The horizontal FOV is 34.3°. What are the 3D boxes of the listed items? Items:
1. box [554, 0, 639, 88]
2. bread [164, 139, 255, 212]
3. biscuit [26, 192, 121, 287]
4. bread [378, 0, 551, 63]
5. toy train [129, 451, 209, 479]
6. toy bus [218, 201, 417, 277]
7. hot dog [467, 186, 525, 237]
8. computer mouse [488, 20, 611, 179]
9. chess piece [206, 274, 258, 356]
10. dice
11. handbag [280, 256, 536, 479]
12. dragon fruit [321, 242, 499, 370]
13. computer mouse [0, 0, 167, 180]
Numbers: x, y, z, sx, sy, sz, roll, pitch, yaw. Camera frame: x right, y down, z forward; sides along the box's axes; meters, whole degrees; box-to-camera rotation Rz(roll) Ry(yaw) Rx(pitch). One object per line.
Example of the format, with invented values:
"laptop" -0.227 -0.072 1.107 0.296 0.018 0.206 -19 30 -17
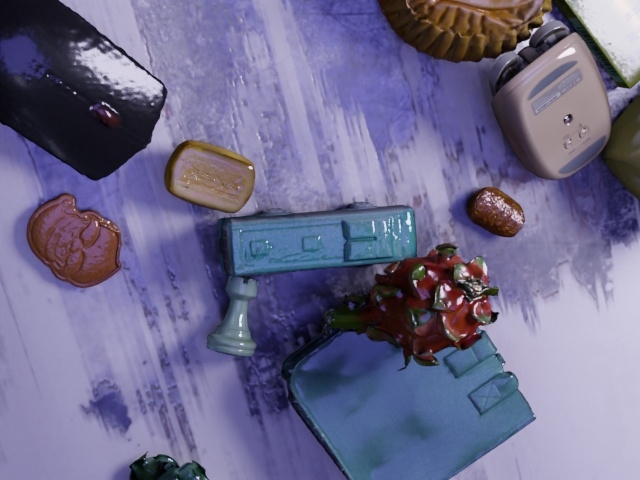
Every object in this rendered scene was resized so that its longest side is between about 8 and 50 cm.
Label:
"box" 0.381 -0.374 1.383 0.173 0.043 0.311 -41 105 0
"bread" -0.143 -0.084 1.335 0.115 0.056 0.082 14 102 -18
"biscuit" -0.315 0.003 1.338 0.130 0.019 0.102 42 92 -16
"bread" 0.181 -0.332 1.292 0.240 0.139 0.239 2 110 6
"toy train" -0.249 0.428 1.385 0.301 0.120 0.202 -37 108 -1
"toy bus" 0.000 0.000 1.356 0.262 0.109 0.091 -6 96 -11
"hot dog" 0.241 -0.040 1.427 0.083 0.035 0.058 30 94 -15
"computer mouse" 0.301 -0.178 1.357 0.145 0.082 0.236 -38 136 3
"chess piece" -0.111 0.099 1.378 0.067 0.067 0.103 11 89 -13
"dice" 0.500 -0.121 1.393 0.169 0.166 0.169 42 91 -16
"handbag" 0.116 0.204 1.422 0.274 0.100 0.268 -38 99 -4
"dragon fruit" 0.112 0.094 1.309 0.236 0.135 0.137 -26 87 14
"computer mouse" -0.328 -0.199 1.260 0.295 0.087 0.168 35 90 -17
